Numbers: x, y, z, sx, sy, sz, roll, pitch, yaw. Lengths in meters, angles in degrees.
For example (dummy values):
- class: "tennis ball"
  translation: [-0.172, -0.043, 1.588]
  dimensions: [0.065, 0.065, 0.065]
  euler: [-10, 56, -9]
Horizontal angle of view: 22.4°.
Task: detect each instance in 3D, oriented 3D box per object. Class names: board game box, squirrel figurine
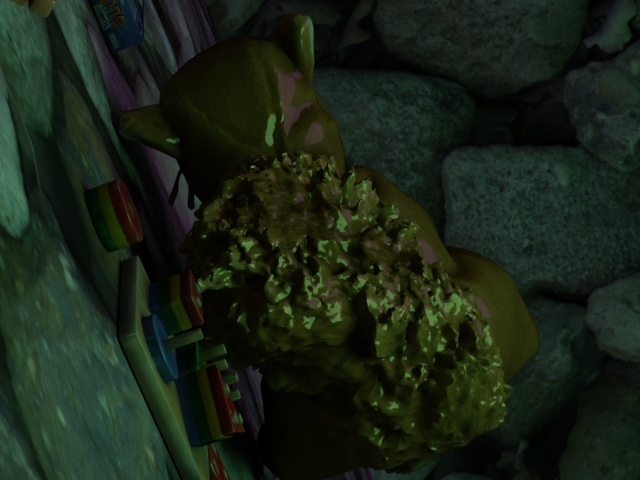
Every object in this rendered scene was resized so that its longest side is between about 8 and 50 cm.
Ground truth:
- class: "board game box"
  translation: [-0.209, -0.274, 1.556]
  dimensions: [0.201, 0.035, 0.136]
  euler: [-105, 174, -67]
- class: "squirrel figurine"
  translation: [0.000, 0.000, 1.345]
  dimensions: [0.370, 0.281, 0.397]
  euler: [63, 1, -7]

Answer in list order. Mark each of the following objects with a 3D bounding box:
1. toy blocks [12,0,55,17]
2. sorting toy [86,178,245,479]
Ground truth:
- class: "toy blocks"
  translation: [-0.192, -0.188, 0.984]
  dimensions: [0.148, 0.054, 0.123]
  euler: [-108, 176, -48]
- class: "sorting toy"
  translation: [-0.087, 0.094, 1.100]
  dimensions: [0.132, 0.046, 0.274]
  euler: [-104, 174, -68]
